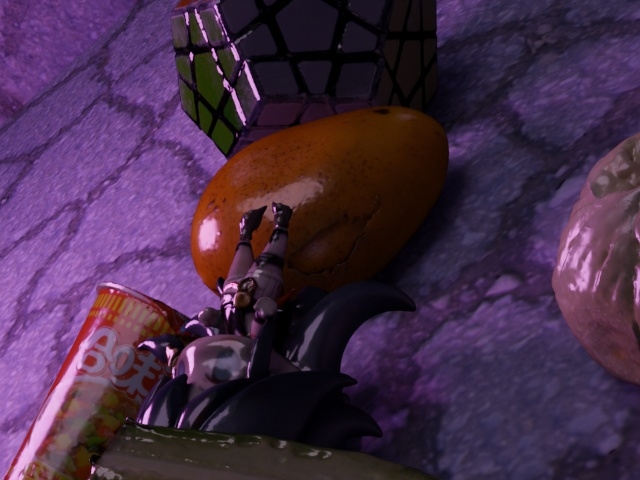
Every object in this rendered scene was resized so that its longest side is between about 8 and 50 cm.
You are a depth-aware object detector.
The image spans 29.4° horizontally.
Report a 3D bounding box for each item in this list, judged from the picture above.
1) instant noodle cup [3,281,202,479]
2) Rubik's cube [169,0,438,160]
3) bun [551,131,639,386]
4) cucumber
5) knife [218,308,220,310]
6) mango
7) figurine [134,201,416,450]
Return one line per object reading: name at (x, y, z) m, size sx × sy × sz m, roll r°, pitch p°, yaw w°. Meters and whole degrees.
instant noodle cup at (-0.185, 0.175, 1.128) m, size 0.193 × 0.193 × 0.212 m, roll 1°, pitch 54°, yaw 55°
Rubik's cube at (-0.016, -0.217, 1.407) m, size 0.264 × 0.319 × 0.319 m, roll -58°, pitch 18°, yaw 23°
bun at (0.259, -0.008, 0.837) m, size 0.220 × 0.134 × 0.220 m, roll -30°, pitch 32°, yaw 21°
cucumber at (-0.009, 0.214, 0.800) m, size 0.325 × 0.105 × 0.145 m, roll 5°, pitch 32°, yaw 12°
knife at (0.001, 0.001, 1.319) m, size 0.293 × 0.020 × 0.043 m, roll -38°, pitch 27°, yaw 7°
mango at (0.005, -0.034, 1.217) m, size 0.290 × 0.160 × 0.191 m, roll -33°, pitch 29°, yaw -2°
figurine at (-0.046, 0.114, 0.982) m, size 0.265 × 0.197 × 0.175 m, roll -53°, pitch 2°, yaw -29°
